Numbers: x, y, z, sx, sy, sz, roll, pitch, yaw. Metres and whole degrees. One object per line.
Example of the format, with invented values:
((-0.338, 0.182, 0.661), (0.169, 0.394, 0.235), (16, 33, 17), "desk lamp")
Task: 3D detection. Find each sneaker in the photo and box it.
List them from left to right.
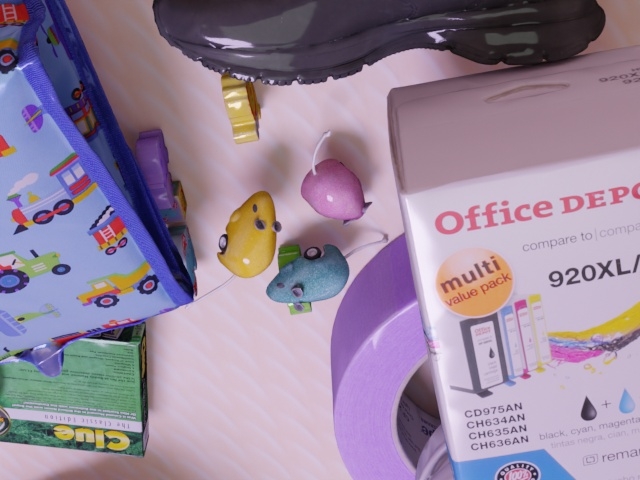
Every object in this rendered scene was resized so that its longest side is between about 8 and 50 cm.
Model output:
((0.036, -0.174, 0.851), (0.286, 0.109, 0.130), (-8, 119, -7), "sneaker")

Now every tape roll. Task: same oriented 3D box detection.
((0.146, 0.107, 1.045), (0.275, 0.090, 0.274), (-1, 125, -1), "tape roll")

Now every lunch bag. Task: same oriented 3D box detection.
((-0.224, -0.009, 0.876), (0.221, 0.138, 0.293), (-18, 132, 5), "lunch bag")

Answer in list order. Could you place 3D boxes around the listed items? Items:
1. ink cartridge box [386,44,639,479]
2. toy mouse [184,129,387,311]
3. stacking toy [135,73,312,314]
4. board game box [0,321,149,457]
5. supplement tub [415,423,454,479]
((0.144, 0.023, 0.840), (0.171, 0.168, 0.232), (-11, 115, 5), "ink cartridge box")
((0.000, 0.000, 0.968), (0.143, 0.031, 0.161), (11, 116, -38), "toy mouse")
((-0.108, -0.014, 0.976), (0.167, 0.052, 0.221), (-10, 125, 5), "stacking toy")
((-0.262, 0.102, 1.041), (0.260, 0.030, 0.136), (6, 130, 0), "board game box")
((0.173, 0.271, 0.907), (0.235, 0.325, 0.235), (-1, 125, -1), "supplement tub")
